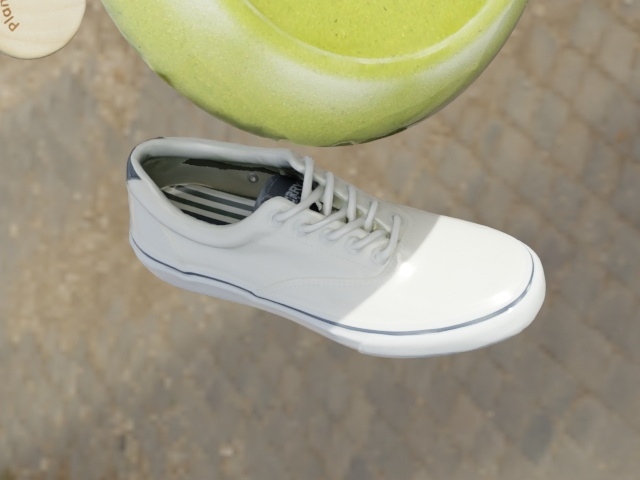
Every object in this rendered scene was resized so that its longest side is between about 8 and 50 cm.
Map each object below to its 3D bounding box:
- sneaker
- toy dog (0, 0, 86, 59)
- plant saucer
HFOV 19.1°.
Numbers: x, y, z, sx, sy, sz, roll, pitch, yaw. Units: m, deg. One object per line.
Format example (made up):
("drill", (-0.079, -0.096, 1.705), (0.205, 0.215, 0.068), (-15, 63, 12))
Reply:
("sneaker", (0.000, 0.000, 1.095), (0.091, 0.258, 0.094), (74, -150, -52))
("toy dog", (-0.326, -0.190, 1.252), (0.161, 0.334, 0.220), (-62, 16, -11))
("plant saucer", (0.010, -0.158, 0.768), (0.037, 0.241, 0.241), (4, 88, 58))
